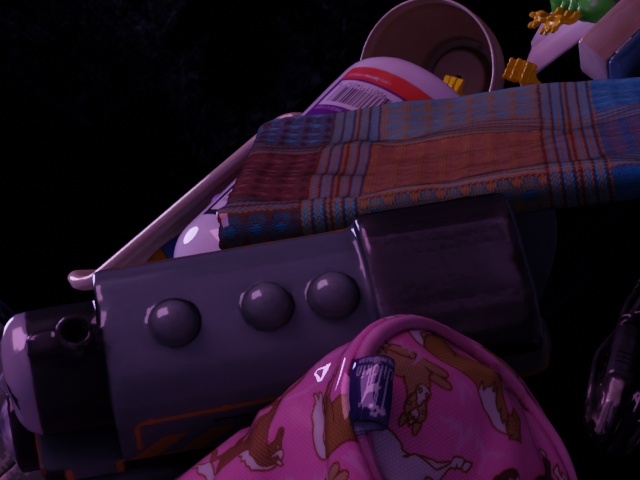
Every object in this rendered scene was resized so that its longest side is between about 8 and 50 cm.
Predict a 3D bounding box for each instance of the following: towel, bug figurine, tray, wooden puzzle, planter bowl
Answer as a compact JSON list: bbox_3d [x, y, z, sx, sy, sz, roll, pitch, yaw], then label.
[{"bbox_3d":[0.128,-0.065,1.188,0.370,0.040,0.271,-7,15,6],"label":"towel"},{"bbox_3d":[0.196,-0.186,1.768,0.279,0.072,0.216,-65,25,5],"label":"bug figurine"},{"bbox_3d":[0.331,-0.285,2.022,0.270,0.030,0.145,-37,9,30],"label":"tray"},{"bbox_3d":[-0.069,-0.021,2.057,0.348,0.080,0.322,-34,-13,20],"label":"wooden puzzle"},{"bbox_3d":[0.138,-0.185,2.031,0.162,0.162,0.109,-38,-16,22],"label":"planter bowl"}]

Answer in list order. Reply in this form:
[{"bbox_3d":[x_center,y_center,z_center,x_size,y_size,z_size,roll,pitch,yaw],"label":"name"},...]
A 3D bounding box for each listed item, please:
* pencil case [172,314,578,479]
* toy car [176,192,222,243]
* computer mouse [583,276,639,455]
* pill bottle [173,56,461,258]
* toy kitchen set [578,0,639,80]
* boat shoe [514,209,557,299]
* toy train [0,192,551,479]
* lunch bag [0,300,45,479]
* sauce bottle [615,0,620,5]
[{"bbox_3d":[-0.048,0.190,0.966,0.386,0.160,0.167,-36,-27,33],"label":"pencil case"},{"bbox_3d":[-0.067,0.012,1.868,0.182,0.136,0.159,-19,5,-13],"label":"toy car"},{"bbox_3d":[0.241,-0.010,0.943,0.272,0.072,0.188,-36,9,32],"label":"computer mouse"},{"bbox_3d":[0.000,0.000,1.581,0.323,0.181,0.181,-46,10,-24],"label":"pill bottle"},{"bbox_3d":[0.316,-0.194,1.553,0.122,0.166,0.207,-43,-28,-12],"label":"toy kitchen set"},{"bbox_3d":[0.021,0.101,1.247,0.367,0.136,0.156,-53,2,-23],"label":"boat shoe"},{"bbox_3d":[-0.023,0.066,1.055,0.334,0.142,0.190,-8,-25,-6],"label":"toy train"},{"bbox_3d":[-0.374,0.235,1.815,0.305,0.256,0.212,-41,9,4],"label":"lunch bag"},{"bbox_3d":[0.299,-0.328,1.936,0.111,0.111,0.344,-40,18,13],"label":"sauce bottle"}]
